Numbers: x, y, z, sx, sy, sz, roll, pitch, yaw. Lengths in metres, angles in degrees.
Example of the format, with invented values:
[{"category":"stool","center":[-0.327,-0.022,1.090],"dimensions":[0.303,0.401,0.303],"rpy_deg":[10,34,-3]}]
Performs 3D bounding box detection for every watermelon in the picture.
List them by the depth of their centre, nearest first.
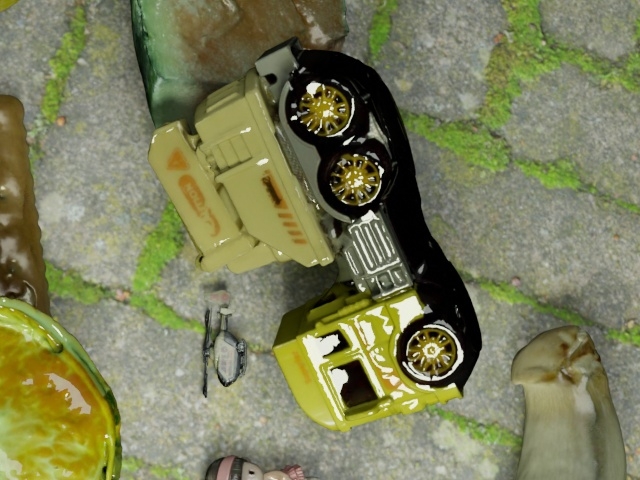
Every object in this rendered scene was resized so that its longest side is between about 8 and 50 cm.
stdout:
[{"category":"watermelon","center":[-0.118,-0.237,1.771],"dimensions":[0.302,0.151,0.264],"rpy_deg":[7,66,-34]}]

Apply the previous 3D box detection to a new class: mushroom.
[{"category":"mushroom","center":[0.247,0.287,1.715],"dimensions":[0.177,0.126,0.397],"rpy_deg":[24,70,0]}]

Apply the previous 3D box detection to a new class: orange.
[{"category":"orange","center":[-0.359,0.206,1.499],"dimensions":[0.334,0.196,0.262],"rpy_deg":[-40,105,-18]}]

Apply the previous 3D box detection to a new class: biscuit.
[{"category":"biscuit","center":[-0.396,0.000,1.643],"dimensions":[0.217,0.044,0.324],"rpy_deg":[-4,74,-21]}]

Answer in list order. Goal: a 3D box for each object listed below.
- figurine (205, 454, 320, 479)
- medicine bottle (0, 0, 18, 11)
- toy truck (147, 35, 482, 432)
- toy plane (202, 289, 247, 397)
[{"category":"figurine","center":[-0.065,0.268,1.660],"dimensions":[0.129,0.054,0.072],"rpy_deg":[11,84,-22]},{"category":"medicine bottle","center":[-0.364,-0.294,1.656],"dimensions":[0.122,0.212,0.121],"rpy_deg":[6,71,-16]},{"category":"toy truck","center":[0.000,0.000,1.639],"dimensions":[0.254,0.180,0.405],"rpy_deg":[-23,101,12]},{"category":"toy plane","center":[-0.105,0.113,1.707],"dimensions":[0.049,0.031,0.120],"rpy_deg":[3,74,-8]}]
